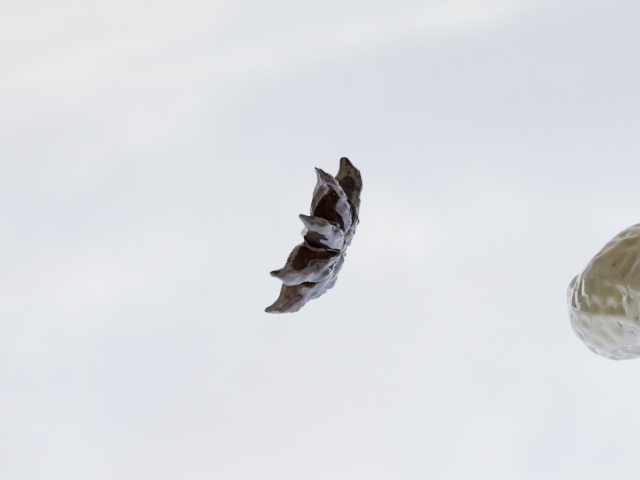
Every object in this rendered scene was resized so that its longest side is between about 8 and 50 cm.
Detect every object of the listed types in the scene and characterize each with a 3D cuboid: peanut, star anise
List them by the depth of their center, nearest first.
[{"bbox_3d":[0.001,0.000,1.526,0.042,0.141,0.141,22,-160,13],"label":"star anise"},{"bbox_3d":[0.346,0.057,1.897,0.140,0.153,0.325,-50,-167,-19],"label":"peanut"}]
